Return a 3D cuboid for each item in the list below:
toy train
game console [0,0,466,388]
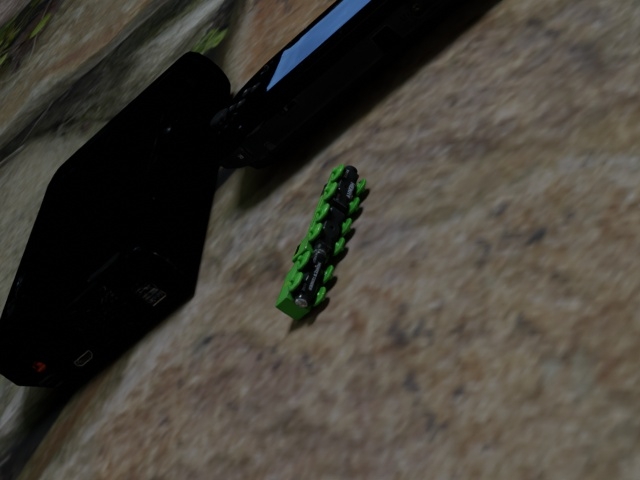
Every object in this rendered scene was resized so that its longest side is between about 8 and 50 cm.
[{"bbox_3d":[0.000,0.000,0.714,0.024,0.017,0.083,-42,20,45],"label":"toy train"},{"bbox_3d":[-0.035,-0.074,0.870,0.361,0.044,0.213,-38,24,24],"label":"game console"}]
